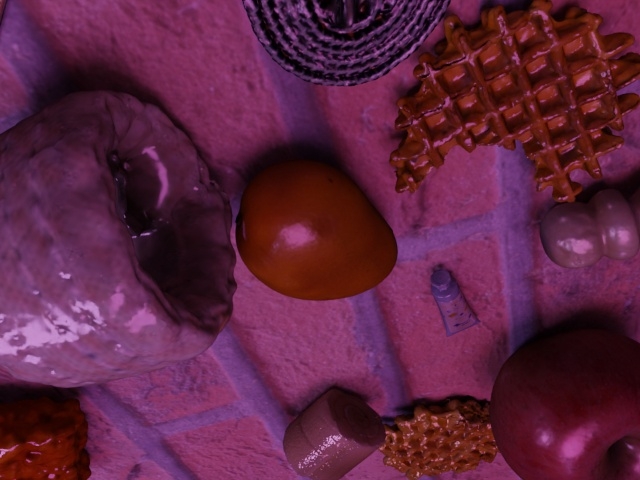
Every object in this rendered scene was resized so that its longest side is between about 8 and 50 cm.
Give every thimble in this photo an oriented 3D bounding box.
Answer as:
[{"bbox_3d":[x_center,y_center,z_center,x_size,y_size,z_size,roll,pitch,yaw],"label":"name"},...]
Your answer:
[{"bbox_3d":[-0.229,-0.001,0.662,0.195,0.291,0.291,-20,134,16],"label":"thimble"}]

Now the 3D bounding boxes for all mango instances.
[{"bbox_3d":[-0.007,0.001,0.800,0.176,0.139,0.254,-24,140,18],"label":"mango"}]

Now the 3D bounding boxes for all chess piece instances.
[{"bbox_3d":[0.436,-0.027,0.873,0.243,0.133,0.133,-17,135,12],"label":"chess piece"}]

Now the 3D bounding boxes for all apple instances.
[{"bbox_3d":[0.465,0.300,1.113,0.345,0.269,0.344,-7,116,-14],"label":"apple"}]

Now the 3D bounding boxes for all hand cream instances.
[{"bbox_3d":[0.216,0.106,1.012,0.065,0.043,0.170,-24,136,8],"label":"hand cream"}]

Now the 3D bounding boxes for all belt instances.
[{"bbox_3d":[0.017,-0.271,0.529,0.207,0.150,0.257,-13,137,-10],"label":"belt"}]

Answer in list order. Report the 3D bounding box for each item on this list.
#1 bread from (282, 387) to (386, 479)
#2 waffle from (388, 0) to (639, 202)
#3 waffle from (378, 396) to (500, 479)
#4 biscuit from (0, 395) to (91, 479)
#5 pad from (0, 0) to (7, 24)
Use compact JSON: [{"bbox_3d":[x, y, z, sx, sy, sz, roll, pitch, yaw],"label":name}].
[{"bbox_3d":[0.025,0.366,1.169,0.148,0.134,0.141,20,124,-42],"label":"bread"},{"bbox_3d":[0.230,-0.161,0.739,0.293,0.069,0.259,3,131,-11],"label":"waffle"},{"bbox_3d":[0.273,0.424,1.327,0.307,0.060,0.312,-23,136,10],"label":"waffle"},{"bbox_3d":[-0.558,0.401,1.061,0.318,0.110,0.312,-10,139,-27],"label":"biscuit"},{"bbox_3d":[-0.452,-0.234,0.566,0.284,0.018,0.286,19,128,-27],"label":"pad"}]
